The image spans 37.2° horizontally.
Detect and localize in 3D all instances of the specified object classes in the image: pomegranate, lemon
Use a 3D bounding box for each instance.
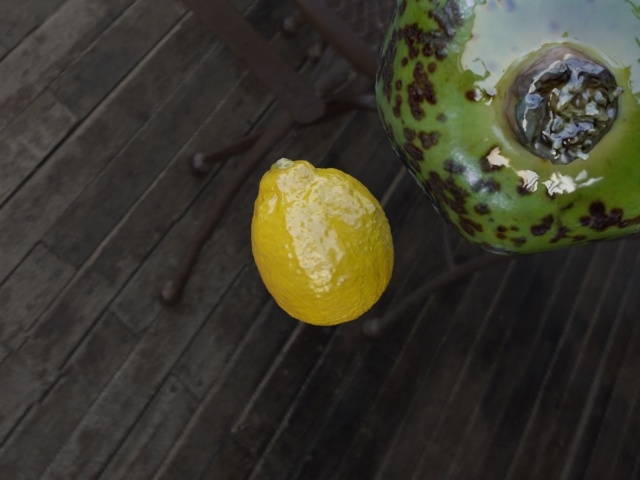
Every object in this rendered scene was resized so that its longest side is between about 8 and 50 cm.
[{"bbox_3d":[0.156,-0.105,0.658,0.254,0.254,0.270,57,15,-14],"label":"pomegranate"},{"bbox_3d":[0.000,0.000,0.954,0.142,0.142,0.187,-43,118,-40],"label":"lemon"}]
